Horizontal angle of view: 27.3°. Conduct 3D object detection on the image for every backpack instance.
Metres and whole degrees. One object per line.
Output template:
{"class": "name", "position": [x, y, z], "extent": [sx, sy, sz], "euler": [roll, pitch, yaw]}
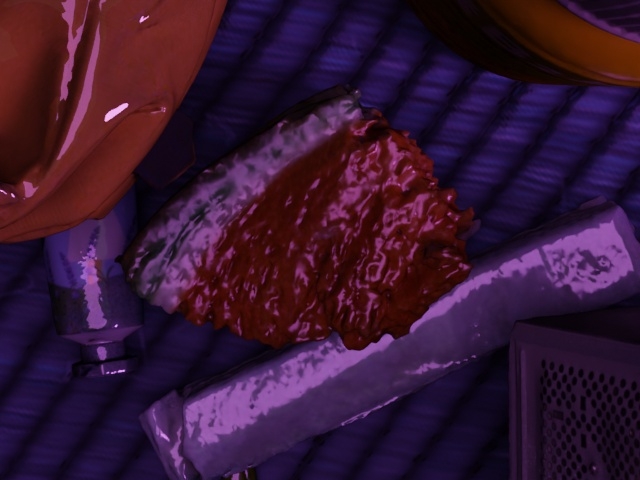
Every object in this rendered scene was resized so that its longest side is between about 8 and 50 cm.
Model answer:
{"class": "backpack", "position": [-0.225, -0.178, 0.731], "extent": [0.378, 0.201, 0.354], "euler": [21, 87, 12]}

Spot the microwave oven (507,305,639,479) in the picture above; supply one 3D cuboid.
{"class": "microwave oven", "position": [0.284, 0.256, 0.709], "extent": [0.374, 0.236, 0.432], "euler": [-3, 95, -30]}

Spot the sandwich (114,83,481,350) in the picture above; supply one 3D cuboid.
{"class": "sandwich", "position": [-0.008, 0.005, 0.791], "extent": [0.184, 0.109, 0.160], "euler": [-40, 77, 8]}

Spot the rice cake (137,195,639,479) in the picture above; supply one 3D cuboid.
{"class": "rice cake", "position": [0.046, 0.066, 0.834], "extent": [0.336, 0.063, 0.066], "euler": [-24, 92, 1]}

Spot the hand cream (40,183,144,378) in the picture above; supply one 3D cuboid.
{"class": "hand cream", "position": [-0.151, -0.042, 0.831], "extent": [0.088, 0.055, 0.256], "euler": [-7, 88, 6]}

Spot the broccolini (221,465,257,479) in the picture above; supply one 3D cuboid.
{"class": "broccolini", "position": [0.049, 0.227, 0.857], "extent": [0.271, 0.062, 0.123], "euler": [45, 84, -2]}

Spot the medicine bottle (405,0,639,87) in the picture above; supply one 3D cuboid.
{"class": "medicine bottle", "position": [0.156, -0.187, 0.649], "extent": [0.224, 0.384, 0.225], "euler": [-1, 96, -5]}
